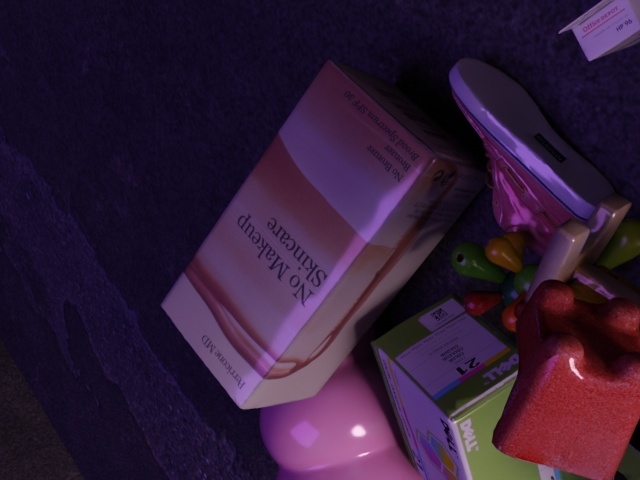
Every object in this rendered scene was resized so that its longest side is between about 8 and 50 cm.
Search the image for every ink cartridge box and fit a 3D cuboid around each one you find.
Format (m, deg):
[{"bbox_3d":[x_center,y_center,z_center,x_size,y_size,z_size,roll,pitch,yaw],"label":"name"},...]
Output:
[{"bbox_3d":[0.209,-0.150,0.596,0.048,0.083,0.028,-34,81,56],"label":"ink cartridge box"},{"bbox_3d":[0.166,0.191,0.748,0.255,0.097,0.189,43,158,53],"label":"ink cartridge box"}]

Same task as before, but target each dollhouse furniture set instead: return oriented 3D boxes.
[{"bbox_3d":[0.223,0.154,0.410,0.374,0.201,0.152,37,128,28],"label":"dollhouse furniture set"}]

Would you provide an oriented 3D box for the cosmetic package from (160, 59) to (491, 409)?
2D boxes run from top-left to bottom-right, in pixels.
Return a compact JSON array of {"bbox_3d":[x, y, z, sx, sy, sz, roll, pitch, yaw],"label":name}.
[{"bbox_3d":[0.000,0.000,0.818,0.153,0.129,0.296,45,112,26],"label":"cosmetic package"}]

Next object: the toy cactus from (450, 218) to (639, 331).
[{"bbox_3d":[0.213,0.059,0.689,0.219,0.112,0.180,2,144,17],"label":"toy cactus"}]

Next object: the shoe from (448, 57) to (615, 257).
[{"bbox_3d":[0.158,-0.067,0.730,0.178,0.063,0.081,49,138,14],"label":"shoe"}]

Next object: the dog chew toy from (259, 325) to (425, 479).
[{"bbox_3d":[0.024,0.213,0.969,0.206,0.207,0.332,-21,84,56],"label":"dog chew toy"}]
